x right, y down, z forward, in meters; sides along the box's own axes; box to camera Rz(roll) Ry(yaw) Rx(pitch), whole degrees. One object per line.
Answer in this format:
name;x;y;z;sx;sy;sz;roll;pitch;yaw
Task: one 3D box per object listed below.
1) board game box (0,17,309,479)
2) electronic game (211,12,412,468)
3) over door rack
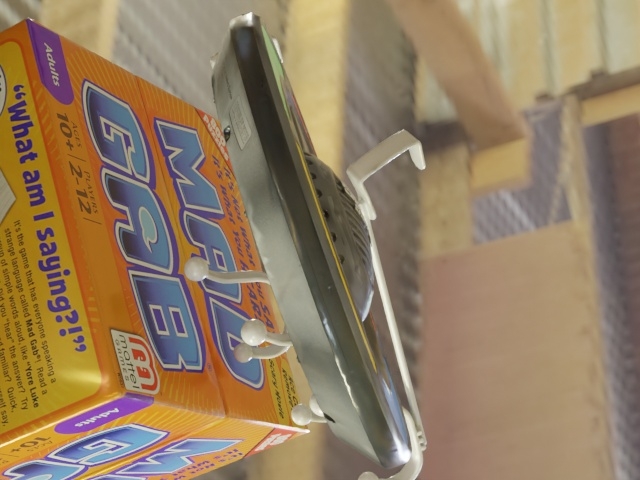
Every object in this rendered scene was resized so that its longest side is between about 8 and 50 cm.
board game box;-0.282;0.065;1.522;0.356;0.356;0.356;24;-134;-62
electronic game;0.000;0.000;0.767;0.229;0.048;0.229;-20;-90;-87
over door rack;-0.019;0.024;1.276;0.239;0.108;0.324;42;144;47
